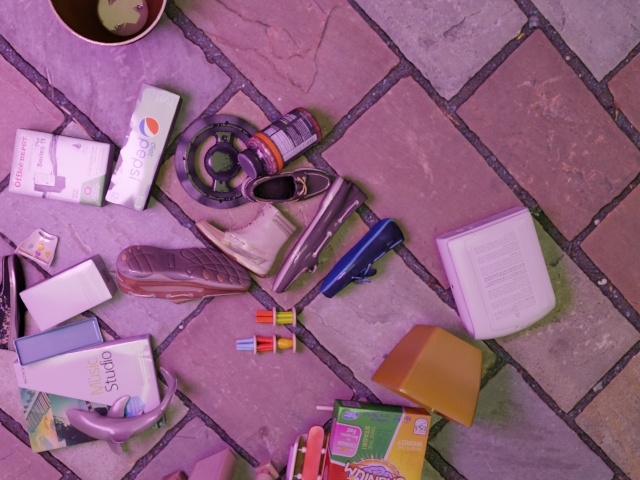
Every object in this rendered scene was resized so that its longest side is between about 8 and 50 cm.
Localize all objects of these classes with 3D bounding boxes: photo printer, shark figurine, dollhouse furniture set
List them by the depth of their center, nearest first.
[{"bbox_3d":[-0.441,0.429,1.614,0.278,0.116,0.166,-22,101,-4],"label":"shark figurine"},{"bbox_3d":[-0.208,0.718,1.676,0.303,0.174,0.355,-26,104,14],"label":"dollhouse furniture set"},{"bbox_3d":[0.461,0.095,1.772,0.256,0.107,0.307,-21,100,-6],"label":"photo printer"}]

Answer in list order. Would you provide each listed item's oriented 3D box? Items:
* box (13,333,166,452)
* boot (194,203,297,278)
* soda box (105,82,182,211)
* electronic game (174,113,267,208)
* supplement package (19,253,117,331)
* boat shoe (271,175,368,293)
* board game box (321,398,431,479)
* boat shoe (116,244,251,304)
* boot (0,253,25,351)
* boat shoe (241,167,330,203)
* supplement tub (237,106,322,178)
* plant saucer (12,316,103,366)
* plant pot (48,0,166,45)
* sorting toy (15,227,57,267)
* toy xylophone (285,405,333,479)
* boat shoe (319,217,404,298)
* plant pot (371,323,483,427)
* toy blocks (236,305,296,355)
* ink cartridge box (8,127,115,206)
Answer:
[{"bbox_3d":[-0.558,0.371,1.670,0.322,0.058,0.232,-10,98,-7],"label":"box"},{"bbox_3d":[-0.181,-0.029,1.666,0.213,0.077,0.165,35,81,-9],"label":"boot"},{"bbox_3d":[-0.411,-0.216,1.602,0.091,0.098,0.286,18,93,-9],"label":"soda box"},{"bbox_3d":[-0.237,-0.190,1.657,0.229,0.048,0.229,-2,98,-17],"label":"electronic game"},{"bbox_3d":[-0.589,0.121,1.611,0.179,0.105,0.105,-27,100,-6],"label":"supplement package"},{"bbox_3d":[0.000,0.000,1.687,0.096,0.112,0.335,32,88,-7],"label":"boat shoe"},{"bbox_3d":[0.132,0.569,1.715,0.242,0.064,0.316,8,94,-10],"label":"board game box"},{"bbox_3d":[-0.331,0.091,1.656,0.325,0.123,0.116,10,129,-18],"label":"boat shoe"},{"bbox_3d":[-0.787,0.146,1.588,0.179,0.085,0.236,3,103,-11],"label":"boot"},{"bbox_3d":[-0.074,-0.128,1.663,0.228,0.069,0.081,-10,106,-20],"label":"boat shoe"},{"bbox_3d":[-0.099,-0.227,1.623,0.198,0.106,0.106,-37,101,-21],"label":"supplement tub"},{"bbox_3d":[-0.621,0.240,1.625,0.192,0.018,0.067,-15,81,-28],"label":"plant saucer"},{"bbox_3d":[-0.446,-0.523,1.481,0.237,0.254,0.237,-1,97,-10],"label":"plant pot"},{"bbox_3d":[-0.663,0.014,1.621,0.083,0.045,0.075,28,84,-11],"label":"sorting toy"},{"bbox_3d":[0.067,0.552,1.778,0.323,0.081,0.236,0,96,-9],"label":"toy xylophone"},{"bbox_3d":[0.112,0.059,1.715,0.258,0.109,0.089,-44,104,0],"label":"boat shoe"},{"bbox_3d":[0.288,0.328,1.732,0.212,0.212,0.187,29,80,-11],"label":"plant pot"},{"bbox_3d":[-0.137,0.227,1.721,0.148,0.054,0.123,-1,98,-8],"label":"toy blocks"},{"bbox_3d":[-0.597,-0.168,1.584,0.209,0.087,0.153,9,95,-9],"label":"ink cartridge box"}]
